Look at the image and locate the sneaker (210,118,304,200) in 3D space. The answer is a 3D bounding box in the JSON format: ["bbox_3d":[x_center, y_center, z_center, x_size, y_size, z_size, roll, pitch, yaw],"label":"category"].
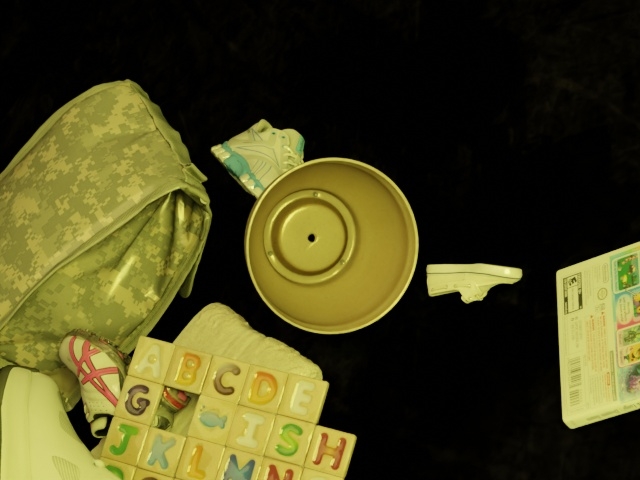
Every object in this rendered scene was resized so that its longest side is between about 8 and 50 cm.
[{"bbox_3d":[-0.044,-0.075,1.801,0.083,0.071,0.191,-41,40,-2],"label":"sneaker"}]

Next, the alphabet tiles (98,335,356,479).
[{"bbox_3d":[-0.091,0.204,1.571,0.237,0.009,0.198,12,77,23],"label":"alphabet tiles"}]

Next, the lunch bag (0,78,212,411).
[{"bbox_3d":[-0.241,-0.010,1.843,0.287,0.169,0.235,-45,39,10],"label":"lunch bag"}]

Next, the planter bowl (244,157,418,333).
[{"bbox_3d":[0.000,0.000,1.645,0.162,0.162,0.109,-50,14,-4],"label":"planter bowl"}]

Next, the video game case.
[{"bbox_3d":[0.263,0.068,1.444,0.143,0.019,0.157,-21,45,28],"label":"video game case"}]

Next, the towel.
[{"bbox_3d":[-0.130,0.202,1.662,0.282,0.049,0.187,-53,41,-8],"label":"towel"}]

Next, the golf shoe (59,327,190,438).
[{"bbox_3d":[-0.208,0.143,1.688,0.186,0.067,0.086,26,77,49],"label":"golf shoe"}]

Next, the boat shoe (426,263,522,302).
[{"bbox_3d":[0.138,0.039,1.573,0.100,0.035,0.035,-1,85,37],"label":"boat shoe"}]

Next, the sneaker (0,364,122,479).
[{"bbox_3d":[-0.165,0.293,1.499,0.447,0.257,0.169,-105,22,-45],"label":"sneaker"}]
